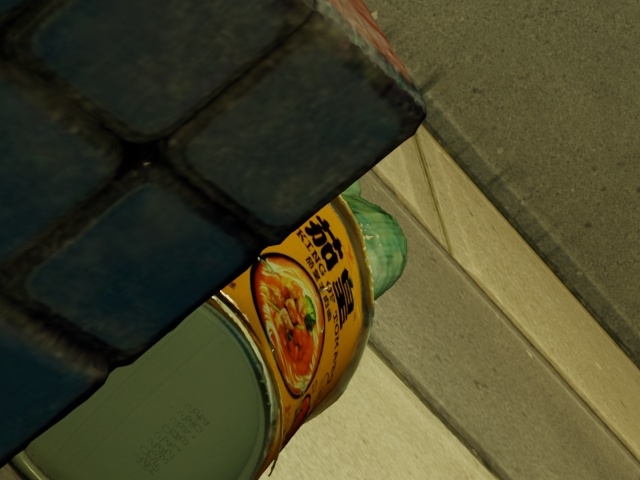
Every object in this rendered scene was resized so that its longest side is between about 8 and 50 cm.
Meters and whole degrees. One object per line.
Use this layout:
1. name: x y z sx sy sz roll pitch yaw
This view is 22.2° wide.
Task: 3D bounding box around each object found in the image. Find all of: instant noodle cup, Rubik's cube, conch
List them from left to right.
1. Rubik's cube: -0.223 -0.125 0.650 0.344 0.337 0.343 40 17 -43
2. instant noodle cup: -0.087 0.056 0.941 0.216 0.216 0.172 49 22 -8
3. conch: 0.002 0.000 1.550 0.176 0.122 0.188 13 29 -29
